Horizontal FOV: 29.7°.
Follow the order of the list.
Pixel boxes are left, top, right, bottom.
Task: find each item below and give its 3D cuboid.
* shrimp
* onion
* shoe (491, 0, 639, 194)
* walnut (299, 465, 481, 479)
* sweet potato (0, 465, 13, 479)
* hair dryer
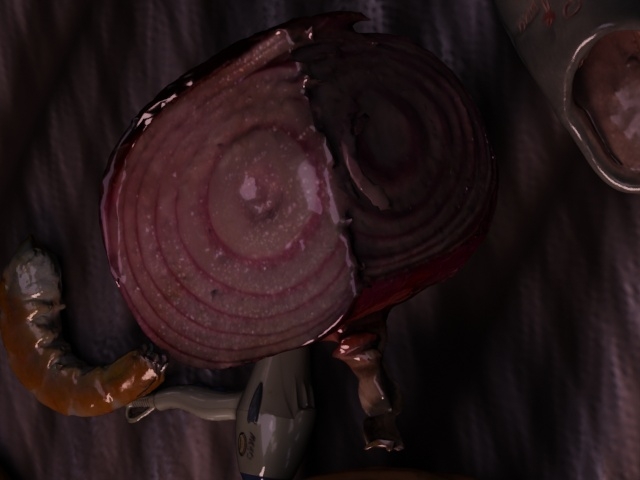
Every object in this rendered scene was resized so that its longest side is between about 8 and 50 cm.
[{"bbox_3d":[-0.206,0.072,1.037,0.166,0.049,0.161,-3,92,29],"label":"shrimp"},{"bbox_3d":[-0.008,-0.028,0.877,0.256,0.230,0.273,6,102,29],"label":"onion"},{"bbox_3d":[0.196,-0.144,0.872,0.103,0.100,0.251,-33,81,18],"label":"shoe"},{"bbox_3d":[0.047,0.270,0.869,0.260,0.225,0.225,1,90,19],"label":"walnut"},{"bbox_3d":[-0.248,0.284,1.052,0.249,0.059,0.069,43,66,14],"label":"sweet potato"},{"bbox_3d":[-0.078,0.100,1.008,0.199,0.067,0.167,20,87,34],"label":"hair dryer"}]
